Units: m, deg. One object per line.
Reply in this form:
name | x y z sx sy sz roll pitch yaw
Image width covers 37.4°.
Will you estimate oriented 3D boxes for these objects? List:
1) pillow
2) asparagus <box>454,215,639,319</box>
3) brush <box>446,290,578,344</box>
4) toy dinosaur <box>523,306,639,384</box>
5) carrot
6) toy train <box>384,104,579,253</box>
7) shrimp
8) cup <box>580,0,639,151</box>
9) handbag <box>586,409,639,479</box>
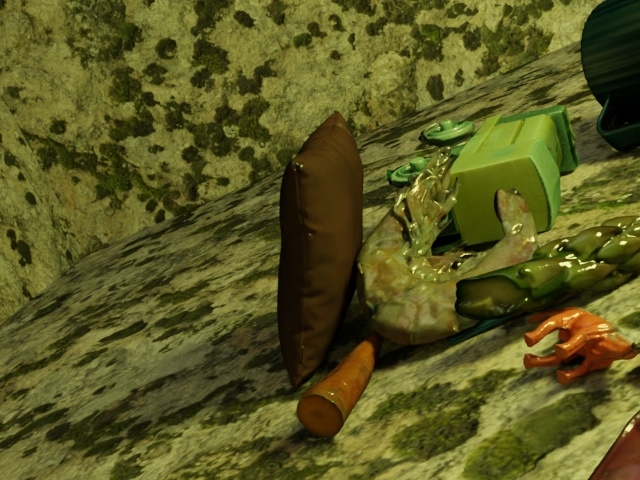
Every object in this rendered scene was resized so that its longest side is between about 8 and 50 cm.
pillow | 0.000 0.000 1.295 0.109 0.307 0.305 4 18 8
asparagus | 0.287 0.028 1.057 0.287 0.080 0.080 -20 10 -19
brush | 0.224 0.085 1.113 0.164 0.014 0.051 -24 11 8
toy dinosaur | 0.248 0.097 0.936 0.102 0.055 0.279 -18 9 -12
carrot | 0.036 0.155 1.118 0.057 0.057 0.224 -19 11 26
toy train | 0.269 -0.107 1.518 0.253 0.160 0.397 -12 17 26
shrimp | 0.165 -0.005 1.231 0.247 0.085 0.360 -12 38 25
cup | 0.607 -0.298 1.551 0.242 0.307 0.292 5 -7 -32
handbag | 0.240 0.169 0.460 0.146 0.135 0.225 -34 19 -36
